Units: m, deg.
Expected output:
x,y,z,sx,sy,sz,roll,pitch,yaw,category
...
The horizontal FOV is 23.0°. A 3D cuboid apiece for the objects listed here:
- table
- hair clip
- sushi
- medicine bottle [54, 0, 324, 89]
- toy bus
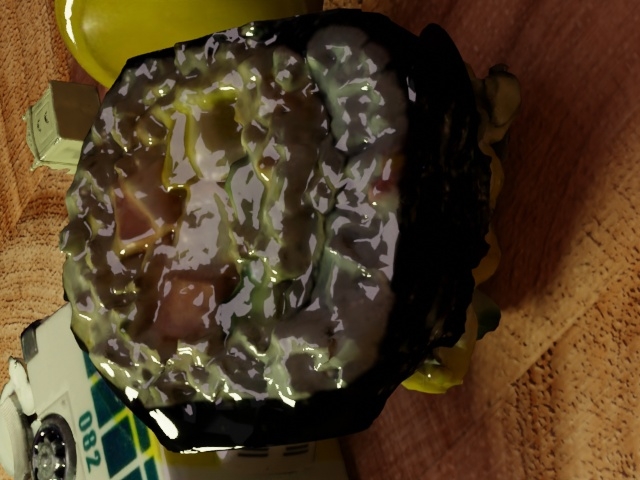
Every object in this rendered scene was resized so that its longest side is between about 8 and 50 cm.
x,y,z,sx,sy,sz,roll,pitch,yaw,category
-0.296,-0.128,1.802,0.083,0.062,0.079,-38,57,45,table
-0.357,0.230,1.860,0.116,0.049,0.172,-48,48,33,hair clip
0.000,0.000,1.216,0.328,0.285,0.328,-11,76,32,sushi
-0.114,-0.316,1.388,0.224,0.224,0.384,-49,33,39,medicine bottle
-0.102,0.234,1.384,0.249,0.209,0.440,-39,57,43,toy bus
